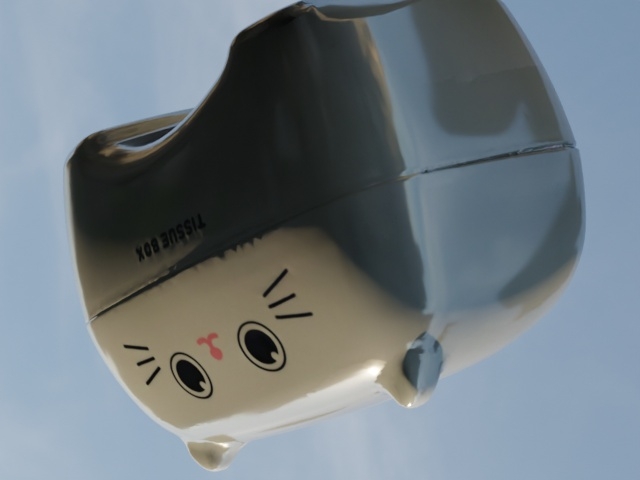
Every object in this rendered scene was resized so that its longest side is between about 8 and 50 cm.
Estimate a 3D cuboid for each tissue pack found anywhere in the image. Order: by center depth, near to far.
[{"bbox_3d":[0.000,0.000,1.050,0.333,0.229,0.236,-25,-99,50],"label":"tissue pack"}]
